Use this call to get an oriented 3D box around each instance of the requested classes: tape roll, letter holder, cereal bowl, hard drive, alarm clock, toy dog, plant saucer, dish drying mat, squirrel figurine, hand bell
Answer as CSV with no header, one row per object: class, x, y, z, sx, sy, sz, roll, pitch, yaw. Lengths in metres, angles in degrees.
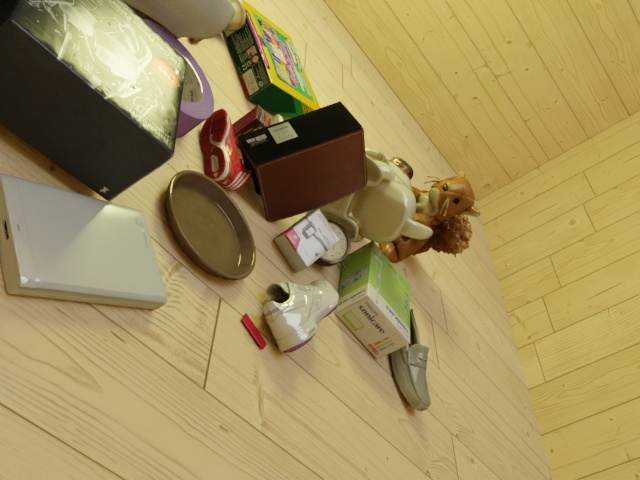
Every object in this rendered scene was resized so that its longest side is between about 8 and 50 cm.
tape roll,-0.378,-0.384,1.649,0.275,0.090,0.275,44,28,-32
letter holder,-0.041,-0.205,1.863,0.214,0.301,0.152,80,-16,-44
cereal bowl,-0.392,-0.611,1.739,0.339,0.141,0.339,32,2,-1
hard drive,-0.405,0.010,1.187,0.307,0.040,0.203,17,47,-57
alarm clock,0.000,0.000,1.952,0.192,0.064,0.129,27,66,-22
toy dog,0.178,-0.155,2.162,0.395,0.285,0.408,16,16,8
plant saucer,-0.248,-0.030,1.554,0.278,0.041,0.278,44,28,-31
dish drying mat,-0.147,0.200,1.525,0.083,0.008,0.032,56,22,-6
squirrel figurine,0.406,-0.095,2.536,0.397,0.370,0.281,29,37,-50
hand bell,-0.330,-0.647,2.075,0.126,0.126,0.242,52,38,-18

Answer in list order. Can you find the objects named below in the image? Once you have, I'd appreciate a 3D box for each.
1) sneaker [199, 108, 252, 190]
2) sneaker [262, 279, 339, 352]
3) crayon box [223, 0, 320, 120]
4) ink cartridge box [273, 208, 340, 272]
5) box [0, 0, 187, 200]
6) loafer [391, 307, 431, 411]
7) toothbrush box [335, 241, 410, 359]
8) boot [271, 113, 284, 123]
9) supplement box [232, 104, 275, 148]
sneaker,-0.239,-0.220,1.773,0.128,0.087,0.221,43,39,-51
sneaker,-0.047,0.140,1.660,0.152,0.114,0.305,58,23,-8
crayon box,-0.163,-0.579,2.299,0.313,0.106,0.363,21,44,-58
ink cartridge box,-0.035,-0.002,1.850,0.150,0.063,0.109,-39,98,-39
box,-0.431,-0.307,1.257,0.343,0.179,0.313,41,31,-37
loafer,0.271,0.347,2.064,0.112,0.111,0.320,29,37,-50
toothbrush box,0.160,0.170,2.039,0.206,0.122,0.283,49,24,-22
boot,-0.114,-0.313,2.122,0.086,0.069,0.190,43,26,-27
supplement box,-0.154,-0.270,1.947,0.188,0.104,0.081,47,25,-28
